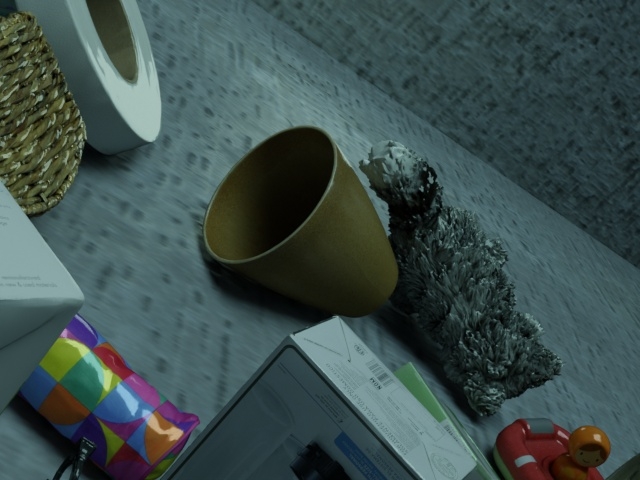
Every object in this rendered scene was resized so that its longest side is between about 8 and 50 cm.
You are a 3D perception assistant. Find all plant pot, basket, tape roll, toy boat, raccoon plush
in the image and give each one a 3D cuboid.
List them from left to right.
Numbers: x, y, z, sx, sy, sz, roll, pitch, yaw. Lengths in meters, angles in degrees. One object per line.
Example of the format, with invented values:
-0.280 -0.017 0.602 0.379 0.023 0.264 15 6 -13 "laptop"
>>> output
-0.419 -0.105 1.099 0.299 0.223 0.213 -77 148 -68 "basket"
-0.332 -0.315 1.425 0.392 0.072 0.391 -17 90 -84 "tape roll"
0.000 0.000 1.459 0.254 0.237 0.237 42 15 -36 "plant pot"
0.197 0.085 1.553 0.446 0.216 0.299 38 18 -45 "raccoon plush"
0.366 0.331 1.437 0.151 0.151 0.231 5 36 -31 "toy boat"

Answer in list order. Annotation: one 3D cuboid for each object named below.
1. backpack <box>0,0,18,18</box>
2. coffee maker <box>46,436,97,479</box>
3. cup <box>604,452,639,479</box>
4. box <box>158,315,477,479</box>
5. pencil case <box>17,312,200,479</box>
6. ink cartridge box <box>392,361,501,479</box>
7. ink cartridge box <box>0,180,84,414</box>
-0.512 -0.370 1.376 0.253 0.191 0.225 50 21 12 "backpack"
-0.143 0.260 0.701 0.178 0.171 0.120 32 31 -17 "coffee maker"
0.360 0.338 0.955 0.237 0.331 0.331 45 21 10 "cup"
-0.036 0.222 0.800 0.169 0.290 0.087 47 23 14 "box"
-0.226 0.131 0.939 0.236 0.104 0.104 43 20 6 "pencil case"
0.181 0.283 1.393 0.171 0.056 0.235 55 1 34 "ink cartridge box"
-0.372 -0.006 0.808 0.353 0.207 0.119 48 20 23 "ink cartridge box"
